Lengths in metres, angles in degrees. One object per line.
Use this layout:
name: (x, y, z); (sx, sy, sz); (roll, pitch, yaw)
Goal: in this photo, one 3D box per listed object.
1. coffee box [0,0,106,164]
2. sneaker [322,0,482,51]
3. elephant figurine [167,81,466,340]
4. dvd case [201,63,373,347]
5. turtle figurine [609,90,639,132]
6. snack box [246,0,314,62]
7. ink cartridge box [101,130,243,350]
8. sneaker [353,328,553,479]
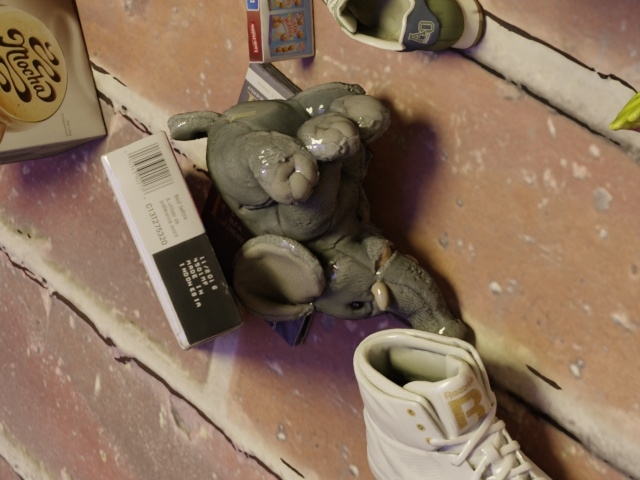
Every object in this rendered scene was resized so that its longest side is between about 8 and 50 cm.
coffee box: (-0.350, -0.229, 1.833); (0.119, 0.168, 0.297); (-14, 88, 48)
sneaker: (0.038, -0.203, 1.475); (0.192, 0.086, 0.064); (30, 120, 40)
elephant figurine: (0.000, 0.000, 1.514); (0.186, 0.169, 0.239); (-136, 28, -60)
dvd case: (-0.041, -0.034, 1.656); (0.164, 0.018, 0.221); (43, 128, 32)
turtle figurine: (0.308, -0.022, 1.217); (0.217, 0.087, 0.269); (56, 157, -10)
snack box: (-0.038, -0.247, 1.564); (0.022, 0.064, 0.178); (9, 106, 44)
ink cartridge box: (-0.134, 0.009, 1.628); (0.371, 0.069, 0.175); (149, 98, -83)
sneaker: (0.129, 0.183, 1.421); (0.292, 0.108, 0.169); (33, 150, 38)
